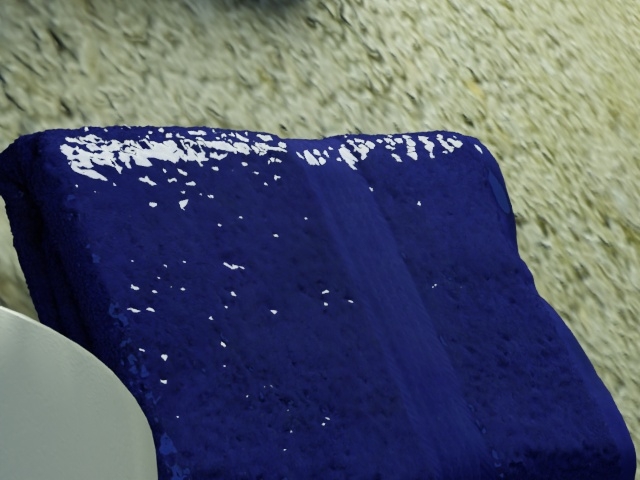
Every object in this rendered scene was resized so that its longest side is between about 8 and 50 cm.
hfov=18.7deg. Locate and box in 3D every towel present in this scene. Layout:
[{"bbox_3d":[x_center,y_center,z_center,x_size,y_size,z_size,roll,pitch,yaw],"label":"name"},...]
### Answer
[{"bbox_3d":[-0.001,0.049,0.957,0.308,0.076,0.227,0,57,-41],"label":"towel"}]

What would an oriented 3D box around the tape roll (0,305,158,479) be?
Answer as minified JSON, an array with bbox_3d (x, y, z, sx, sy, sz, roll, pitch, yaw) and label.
[{"bbox_3d":[-0.164,0.145,0.589,0.246,0.246,0.169,17,46,-31],"label":"tape roll"}]
